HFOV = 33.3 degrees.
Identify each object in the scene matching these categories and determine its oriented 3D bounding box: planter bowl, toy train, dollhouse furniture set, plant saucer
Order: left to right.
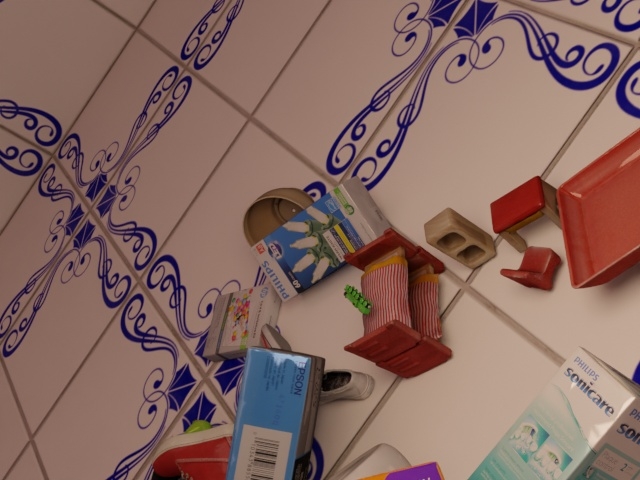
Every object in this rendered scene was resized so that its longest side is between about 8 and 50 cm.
[{"bbox_3d":[-0.068,-0.044,2.212,0.162,0.162,0.109,-35,15,31],"label":"planter bowl"},{"bbox_3d":[0.061,0.098,1.772,0.083,0.017,0.023,41,111,57],"label":"toy train"},{"bbox_3d":[0.218,0.051,1.755,0.374,0.152,0.201,-34,41,34],"label":"dollhouse furniture set"},{"bbox_3d":[0.474,-0.064,1.581,0.259,0.048,0.258,-40,25,30],"label":"plant saucer"}]

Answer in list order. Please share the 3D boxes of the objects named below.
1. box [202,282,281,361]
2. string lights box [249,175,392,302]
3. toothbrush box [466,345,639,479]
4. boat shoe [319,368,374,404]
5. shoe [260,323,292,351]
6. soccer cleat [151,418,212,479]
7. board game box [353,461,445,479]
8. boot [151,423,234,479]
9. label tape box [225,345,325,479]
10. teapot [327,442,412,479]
[{"bbox_3d":[-0.163,0.174,2.249,0.186,0.038,0.145,-14,54,44],"label":"box"},{"bbox_3d":[0.000,0.000,2.085,0.260,0.133,0.077,-35,-3,31],"label":"string lights box"},{"bbox_3d":[0.331,0.313,1.369,0.295,0.216,0.126,-52,35,7],"label":"toothbrush box"},{"bbox_3d":[0.014,0.261,1.938,0.184,0.063,0.066,-3,62,50],"label":"boat shoe"},{"bbox_3d":[-0.094,0.240,2.088,0.081,0.063,0.178,-47,40,9],"label":"shoe"},{"bbox_3d":[-0.279,0.444,2.171,0.179,0.060,0.072,-52,36,4],"label":"soccer cleat"},{"bbox_3d":[0.017,0.545,1.298,0.356,0.357,0.356,93,161,-48],"label":"board game box"},{"bbox_3d":[-0.237,0.458,2.020,0.244,0.088,0.176,-23,49,36],"label":"boot"},{"bbox_3d":[-0.064,0.313,1.830,0.115,0.348,0.249,8,84,9],"label":"label tape box"},{"bbox_3d":[0.066,0.448,1.630,0.252,0.187,0.256,-37,-6,-4],"label":"teapot"}]
